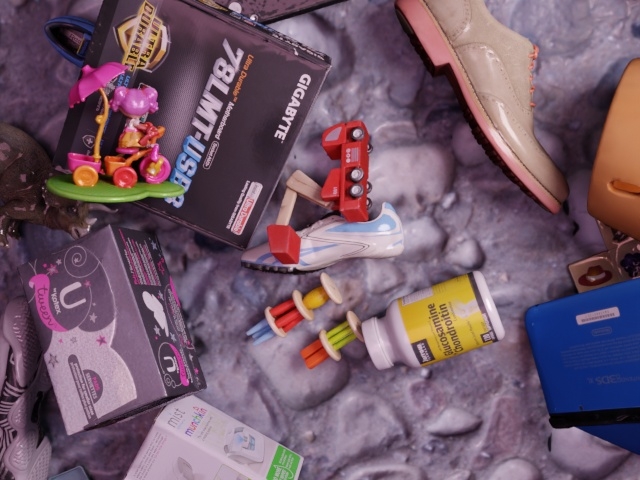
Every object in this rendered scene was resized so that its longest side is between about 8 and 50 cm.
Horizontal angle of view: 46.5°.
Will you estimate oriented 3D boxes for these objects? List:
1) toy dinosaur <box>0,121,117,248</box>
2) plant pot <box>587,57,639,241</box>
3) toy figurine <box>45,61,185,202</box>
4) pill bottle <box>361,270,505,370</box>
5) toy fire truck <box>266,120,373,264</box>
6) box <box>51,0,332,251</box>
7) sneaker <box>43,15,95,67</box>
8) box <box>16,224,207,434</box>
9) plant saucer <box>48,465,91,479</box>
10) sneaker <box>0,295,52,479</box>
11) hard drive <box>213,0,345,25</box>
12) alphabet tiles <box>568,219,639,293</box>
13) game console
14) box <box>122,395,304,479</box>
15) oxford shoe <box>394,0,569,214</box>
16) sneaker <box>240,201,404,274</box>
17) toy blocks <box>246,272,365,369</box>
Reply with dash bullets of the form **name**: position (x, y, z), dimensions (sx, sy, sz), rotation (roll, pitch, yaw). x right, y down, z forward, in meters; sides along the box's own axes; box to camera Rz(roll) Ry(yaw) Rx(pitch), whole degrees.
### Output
- **toy dinosaur**: position (-0.451, -0.095, 1.090), dimensions (0.313, 0.121, 0.160), rotation (44, 91, 2)
- **plant pot**: position (0.447, -0.098, 0.887), dimensions (0.203, 0.291, 0.291), rotation (17, 104, 25)
- **toy figurine**: position (-0.250, -0.139, 0.932), dimensions (0.173, 0.130, 0.159), rotation (1, 108, -21)
- **pill bottle**: position (0.156, 0.119, 1.047), dimensions (0.184, 0.103, 0.103), rotation (-21, 98, 11)
- **toy fire truck**: position (0.000, -0.068, 1.017), dimensions (0.135, 0.047, 0.192), rotation (-6, 65, 18)
- **box**: position (-0.175, -0.170, 1.003), dimensions (0.293, 0.073, 0.296), rotation (25, 113, -8)
- **sneaker**: position (-0.287, -0.248, 1.039), dimensions (0.209, 0.082, 0.069), rotation (27, 102, -1)
- **box**: position (-0.293, 0.124, 1.049), dimensions (0.163, 0.142, 0.247), rotation (-23, 78, 11)
- **plant saucer**: position (-0.375, 0.460, 1.230), dimensions (0.067, 0.018, 0.192), rotation (-24, 99, 11)
- **sneaker**: position (-0.527, 0.248, 1.141), dimensions (0.210, 0.137, 0.366), rotation (10, 106, 2)
- **hard drive**: position (-0.016, -0.426, 0.976), dimensions (0.338, 0.064, 0.237), rotation (-14, 100, 11)
- **alphabet tiles**: position (0.524, 0.085, 1.042), dimensions (0.285, 0.011, 0.343), rotation (-22, 98, 11)
- **game console**: position (0.443, 0.174, 0.964), dimensions (0.173, 0.293, 0.250), rotation (-7, 78, -27)
- **box**: position (-0.192, 0.406, 1.139), dimensions (0.231, 0.127, 0.262), rotation (29, 104, 1)
- **oxford shoe**: position (0.240, -0.196, 0.965), dimensions (0.130, 0.123, 0.348), rotation (-34, 97, 7)
- **sneaker**: position (0.000, 0.000, 1.059), dimensions (0.237, 0.085, 0.086), rotation (-11, 82, 10)
- **toy blocks**: position (-0.023, 0.135, 1.098), dimensions (0.148, 0.054, 0.123), rotation (-33, 96, 12)
